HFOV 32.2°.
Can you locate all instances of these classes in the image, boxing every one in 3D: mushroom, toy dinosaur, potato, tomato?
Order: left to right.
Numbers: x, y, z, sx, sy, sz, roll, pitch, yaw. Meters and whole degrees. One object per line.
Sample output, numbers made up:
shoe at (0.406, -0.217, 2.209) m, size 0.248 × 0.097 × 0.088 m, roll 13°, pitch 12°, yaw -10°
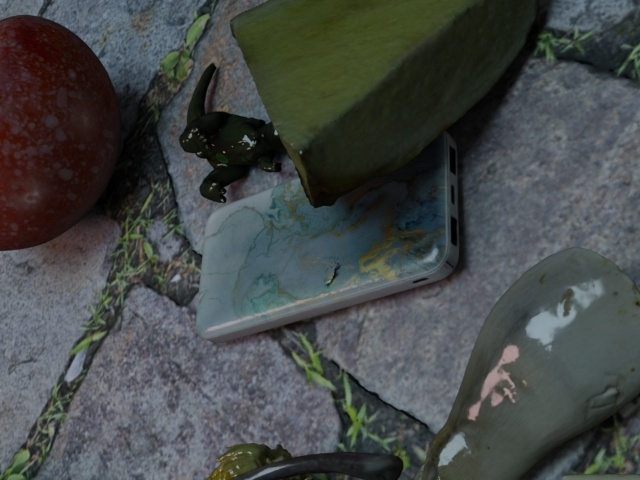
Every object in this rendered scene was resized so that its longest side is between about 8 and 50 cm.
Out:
tomato at (-0.346, -0.110, 1.236) m, size 0.270 × 0.227 × 0.270 m, roll -29°, pitch 34°, yaw 22°
toy dinosaur at (-0.065, -0.119, 1.131) m, size 0.187 × 0.087 × 0.179 m, roll -5°, pitch 30°, yaw 25°
potato at (0.075, -0.149, 0.936) m, size 0.255 × 0.112 × 0.269 m, roll -26°, pitch 37°, yaw 2°
mushroom at (0.140, 0.107, 0.778) m, size 0.225 × 0.093 × 0.116 m, roll -47°, pitch 59°, yaw 12°

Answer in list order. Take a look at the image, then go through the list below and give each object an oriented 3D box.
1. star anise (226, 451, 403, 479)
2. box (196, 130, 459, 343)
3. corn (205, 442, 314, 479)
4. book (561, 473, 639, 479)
star anise at (-0.082, 0.337, 0.818) m, size 0.360 × 0.139 × 0.315 m, roll -14°, pitch 87°, yaw 2°
box at (0.000, 0.000, 0.996) m, size 0.285 × 0.044 × 0.142 m, roll -19°, pitch 54°, yaw 35°
corn at (-0.100, 0.279, 0.919) m, size 0.260 × 0.091 × 0.091 m, roll -53°, pitch 18°, yaw 16°
book at (0.219, 0.259, 0.680) m, size 0.162 × 0.022 × 0.231 m, roll -9°, pitch 64°, yaw 37°
